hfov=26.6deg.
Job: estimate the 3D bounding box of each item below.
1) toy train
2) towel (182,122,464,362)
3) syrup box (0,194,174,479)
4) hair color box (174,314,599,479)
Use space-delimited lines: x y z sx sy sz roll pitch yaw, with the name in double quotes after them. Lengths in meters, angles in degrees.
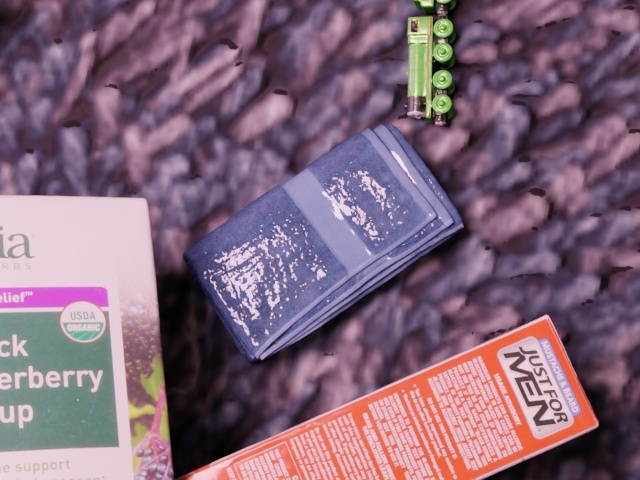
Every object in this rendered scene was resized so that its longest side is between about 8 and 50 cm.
0.052 -0.095 0.648 0.023 0.017 0.083 1 80 11 "toy train"
0.000 0.000 0.626 0.119 0.029 0.067 -34 81 -4 "towel"
-0.112 0.103 0.540 0.093 0.096 0.237 0 65 -18 "syrup box"
0.026 0.091 0.578 0.167 0.093 0.053 -22 81 -3 "hair color box"
